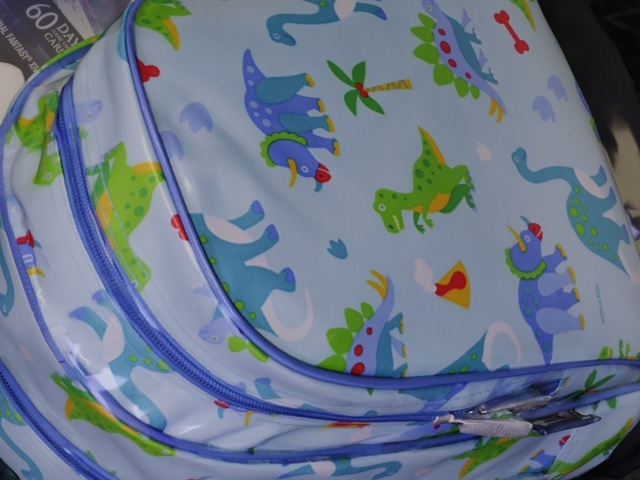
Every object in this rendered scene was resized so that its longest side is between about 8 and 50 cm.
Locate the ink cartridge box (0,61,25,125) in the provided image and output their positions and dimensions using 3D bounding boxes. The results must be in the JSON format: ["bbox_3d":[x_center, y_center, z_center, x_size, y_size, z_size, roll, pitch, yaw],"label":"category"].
[{"bbox_3d":[-0.323,0.020,0.838,0.353,0.119,0.207,0,67,-8],"label":"ink cartridge box"}]

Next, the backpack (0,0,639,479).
[{"bbox_3d":[0.000,0.000,0.787,0.355,0.273,0.290,-10,76,-21],"label":"backpack"}]

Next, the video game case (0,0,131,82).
[{"bbox_3d":[-0.116,-0.174,1.005,0.274,0.026,0.196,-35,76,-19],"label":"video game case"}]
